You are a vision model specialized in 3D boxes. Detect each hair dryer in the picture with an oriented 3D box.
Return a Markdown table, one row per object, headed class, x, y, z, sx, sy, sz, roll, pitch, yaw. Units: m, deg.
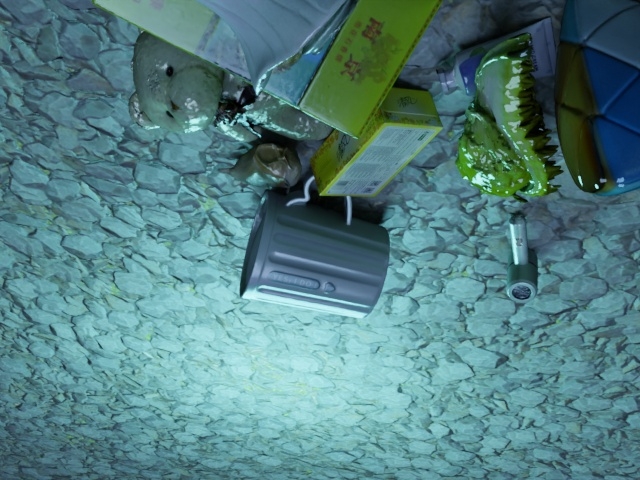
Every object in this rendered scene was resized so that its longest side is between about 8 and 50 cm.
| class | x | y | z | sx | sy | sz | roll | pitch | yaw |
| --- | --- | --- | --- | --- | --- | --- | --- | --- | --- |
| hair dryer | 0.304 | 0.019 | 1.280 | 0.047 | 0.082 | 0.137 | -2 | 127 | 17 |

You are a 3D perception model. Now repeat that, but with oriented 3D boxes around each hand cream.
| class | x | y | z | sx | sy | sz | roll | pitch | yaw |
| --- | --- | --- | --- | --- | --- | --- | --- | --- | --- |
| hand cream | 0.211 | -0.210 | 1.007 | 0.142 | 0.053 | 0.084 | -14 | 139 | 14 |

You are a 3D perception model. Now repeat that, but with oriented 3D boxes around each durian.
| class | x | y | z | sx | sy | sz | roll | pitch | yaw |
| --- | --- | --- | --- | --- | --- | --- | --- | --- | --- |
| durian | 0.233 | -0.112 | 1.040 | 0.132 | 0.106 | 0.375 | 3 | 156 | 12 |

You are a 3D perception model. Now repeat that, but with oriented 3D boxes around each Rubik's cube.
| class | x | y | z | sx | sy | sz | roll | pitch | yaw |
| --- | --- | --- | --- | --- | --- | --- | --- | --- | --- |
| Rubik's cube | 0.379 | -0.134 | 0.967 | 0.254 | 0.254 | 0.254 | 6 | 144 | 5 |

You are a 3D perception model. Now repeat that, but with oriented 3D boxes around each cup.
| class | x | y | z | sx | sy | sz | roll | pitch | yaw |
| --- | --- | --- | --- | --- | --- | --- | --- | --- | --- |
| cup | -0.002 | 0.014 | 1.264 | 0.202 | 0.166 | 0.221 | 14 | 146 | -11 |

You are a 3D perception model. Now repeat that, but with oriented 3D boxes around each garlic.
| class | x | y | z | sx | sy | sz | roll | pitch | yaw |
| --- | --- | --- | --- | --- | --- | --- | --- | --- | --- |
| garlic | -0.075 | -0.108 | 1.192 | 0.084 | 0.066 | 0.152 | 31 | 164 | -22 |

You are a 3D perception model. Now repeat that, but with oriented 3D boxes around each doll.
| class | x | y | z | sx | sy | sz | roll | pitch | yaw |
| --- | --- | --- | --- | --- | --- | --- | --- | --- | --- |
| doll | -0.097 | -0.181 | 1.049 | 0.278 | 0.149 | 0.175 | 7 | 120 | -16 |

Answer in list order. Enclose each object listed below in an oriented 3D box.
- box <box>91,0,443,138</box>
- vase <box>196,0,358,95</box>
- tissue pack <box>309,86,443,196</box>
| class | x | y | z | sx | sy | sz | roll | pitch | yaw |
| --- | --- | --- | --- | --- | --- | --- | --- | --- | --- |
| box | -0.054 | -0.264 | 0.921 | 0.335 | 0.047 | 0.187 | 24 | 110 | -20 |
| vase | -0.156 | -0.326 | 0.714 | 0.445 | 0.250 | 0.250 | 37 | 138 | -15 |
| tissue pack | 0.070 | -0.127 | 1.113 | 0.095 | 0.062 | 0.176 | -1 | 152 | -31 |
